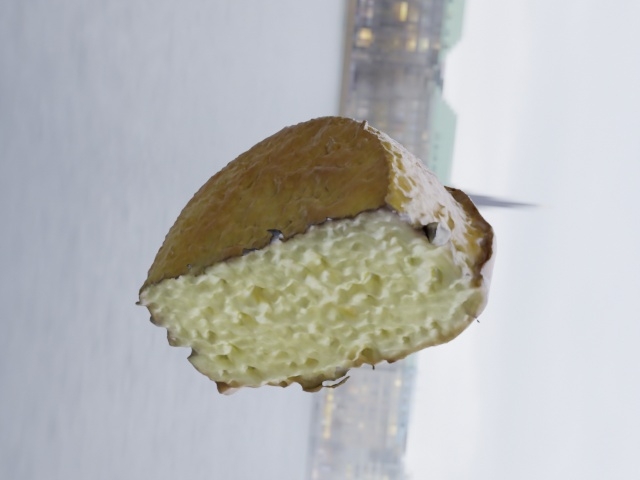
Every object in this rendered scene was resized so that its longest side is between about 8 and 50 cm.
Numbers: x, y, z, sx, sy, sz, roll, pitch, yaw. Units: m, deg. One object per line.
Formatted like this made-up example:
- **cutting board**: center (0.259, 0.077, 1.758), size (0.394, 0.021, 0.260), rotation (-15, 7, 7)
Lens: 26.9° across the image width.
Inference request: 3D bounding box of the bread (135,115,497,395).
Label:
- **bread**: center (0.000, 0.000, 0.861), size (0.143, 0.229, 0.139), rotation (44, 42, -38)
